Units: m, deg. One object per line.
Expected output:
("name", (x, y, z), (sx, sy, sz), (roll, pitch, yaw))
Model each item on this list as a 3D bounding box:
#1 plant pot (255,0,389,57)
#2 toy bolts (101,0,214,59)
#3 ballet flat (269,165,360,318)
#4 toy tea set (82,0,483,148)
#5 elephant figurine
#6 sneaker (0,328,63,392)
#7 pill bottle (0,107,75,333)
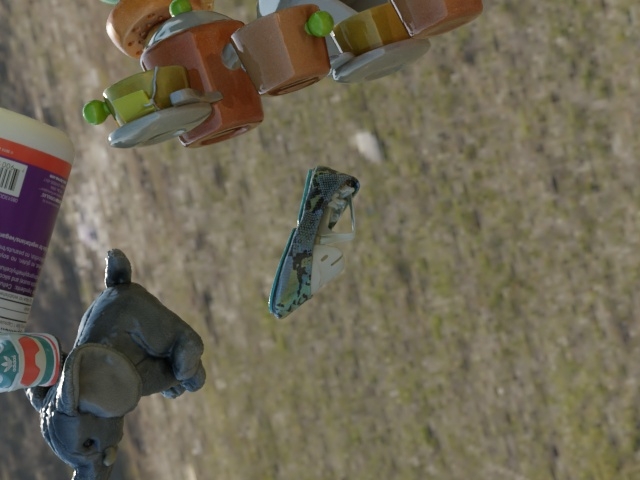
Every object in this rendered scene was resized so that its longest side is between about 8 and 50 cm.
("plant pot", (-0.005, -0.224, 1.365), (0.096, 0.109, 0.109), (-41, 37, 30))
("toy bolts", (-0.106, -0.243, 1.488), (0.158, 0.229, 0.218), (60, 178, 21))
("ballet flat", (0.000, 0.000, 1.394), (0.070, 0.070, 0.188), (92, -169, -54))
("toy tea set", (-0.027, -0.177, 1.124), (0.200, 0.336, 0.124), (-4, -106, -78))
("elephant figurine", (-0.252, 0.170, 1.576), (0.186, 0.239, 0.169), (37, 142, 19))
("sneaker", (-0.296, 0.102, 1.199), (0.161, 0.075, 0.057), (-4, 85, 38))
("pill bottle", (-0.386, 0.018, 1.493), (0.181, 0.182, 0.322), (177, 109, -79))
